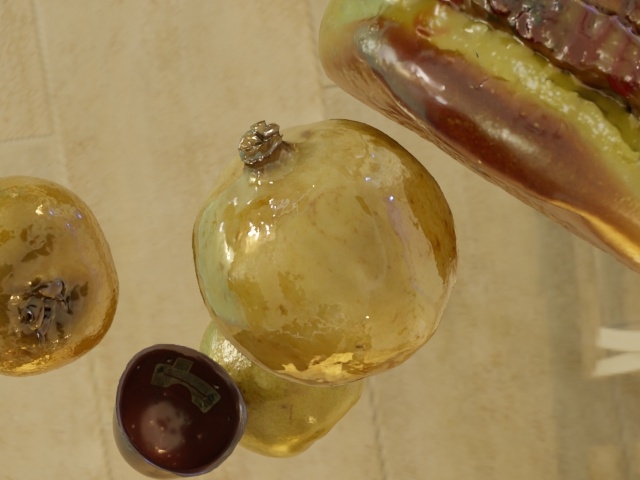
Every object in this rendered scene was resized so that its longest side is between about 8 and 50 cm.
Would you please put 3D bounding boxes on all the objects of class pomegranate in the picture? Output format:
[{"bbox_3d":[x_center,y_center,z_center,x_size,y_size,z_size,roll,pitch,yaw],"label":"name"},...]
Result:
[{"bbox_3d":[0.000,0.000,1.023,0.196,0.196,0.196,2,85,-20],"label":"pomegranate"}]

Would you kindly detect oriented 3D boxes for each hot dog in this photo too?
[{"bbox_3d":[0.166,-0.131,1.155,0.405,0.223,0.185,33,92,19],"label":"hot dog"}]

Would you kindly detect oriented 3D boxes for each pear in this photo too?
[{"bbox_3d":[-0.052,0.154,1.856,0.209,0.209,0.209,2,85,-20],"label":"pear"}]

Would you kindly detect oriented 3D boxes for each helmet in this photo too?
[{"bbox_3d":[-0.176,0.216,1.709,0.155,0.106,0.175,24,41,-15],"label":"helmet"}]

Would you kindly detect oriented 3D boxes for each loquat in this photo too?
[{"bbox_3d":[-0.309,0.037,1.556,0.208,0.208,0.208,2,85,-20],"label":"loquat"}]
